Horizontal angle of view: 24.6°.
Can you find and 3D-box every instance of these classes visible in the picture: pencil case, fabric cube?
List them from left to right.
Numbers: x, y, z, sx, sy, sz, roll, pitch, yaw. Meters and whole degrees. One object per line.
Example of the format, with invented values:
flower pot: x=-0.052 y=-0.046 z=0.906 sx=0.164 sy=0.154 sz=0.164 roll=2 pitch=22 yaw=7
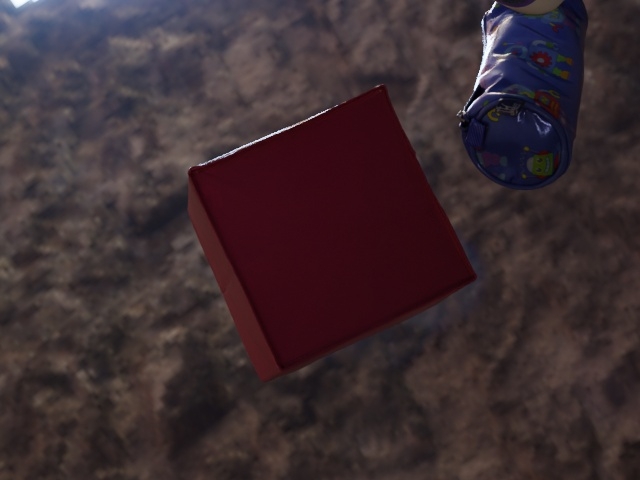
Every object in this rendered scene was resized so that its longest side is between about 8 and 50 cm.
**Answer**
fabric cube: x=0.000 y=0.000 z=1.749 sx=0.254 sy=0.259 sz=0.258 roll=-24 pitch=174 yaw=-8
pencil case: x=0.236 y=-0.187 z=1.703 sx=0.133 sy=0.119 sz=0.306 roll=19 pitch=-140 yaw=-1

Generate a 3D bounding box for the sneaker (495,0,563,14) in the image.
sneaker: x=0.105 y=-0.367 z=1.507 sx=0.130 sy=0.236 sz=0.323 roll=-52 pitch=-134 yaw=32
